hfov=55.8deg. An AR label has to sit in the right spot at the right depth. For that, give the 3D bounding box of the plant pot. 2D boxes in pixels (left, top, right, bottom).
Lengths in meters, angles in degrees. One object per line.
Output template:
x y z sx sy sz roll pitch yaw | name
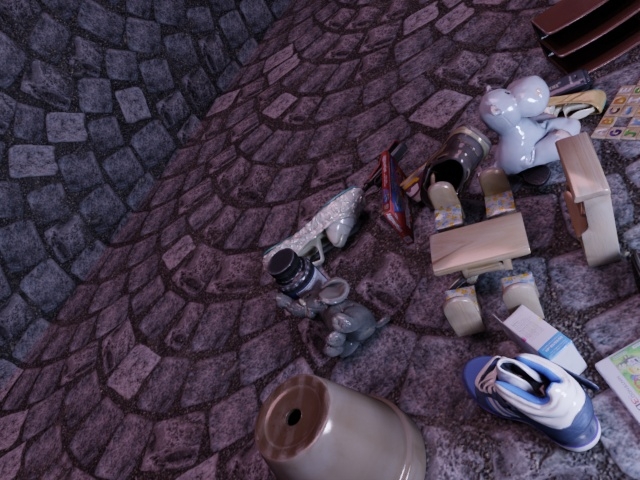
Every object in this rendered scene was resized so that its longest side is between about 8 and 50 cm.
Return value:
0.020 0.431 1.278 0.323 0.280 0.323 -25 37 21 | plant pot

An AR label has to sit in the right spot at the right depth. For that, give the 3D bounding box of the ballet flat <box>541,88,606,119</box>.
0.672 -0.366 1.691 0.232 0.080 0.073 -7 58 40 | ballet flat

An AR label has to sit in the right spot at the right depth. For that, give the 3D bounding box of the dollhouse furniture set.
0.429 -0.036 1.351 0.394 0.256 0.362 -16 46 20 | dollhouse furniture set

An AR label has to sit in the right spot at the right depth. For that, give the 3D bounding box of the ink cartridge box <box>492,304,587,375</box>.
0.451 0.205 1.255 0.061 0.104 0.181 -43 35 -1 | ink cartridge box

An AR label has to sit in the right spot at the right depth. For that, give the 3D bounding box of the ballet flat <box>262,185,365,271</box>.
0.000 0.000 1.926 0.409 0.147 0.147 -38 35 11 | ballet flat

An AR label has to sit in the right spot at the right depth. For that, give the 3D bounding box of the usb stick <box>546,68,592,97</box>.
0.656 -0.426 1.795 0.278 0.045 0.077 -21 40 27 | usb stick

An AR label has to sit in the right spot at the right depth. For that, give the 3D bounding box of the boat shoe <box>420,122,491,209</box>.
0.327 -0.173 1.618 0.132 0.355 0.130 38 67 11 | boat shoe

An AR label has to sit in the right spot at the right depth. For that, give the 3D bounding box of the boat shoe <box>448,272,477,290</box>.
0.379 0.085 1.510 0.137 0.043 0.049 -41 0 0 | boat shoe

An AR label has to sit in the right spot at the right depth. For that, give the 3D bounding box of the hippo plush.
0.515 -0.317 1.610 0.294 0.236 0.234 -24 25 22 | hippo plush

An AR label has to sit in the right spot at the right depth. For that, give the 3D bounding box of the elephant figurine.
0.024 0.182 1.621 0.169 0.186 0.239 -55 48 17 | elephant figurine

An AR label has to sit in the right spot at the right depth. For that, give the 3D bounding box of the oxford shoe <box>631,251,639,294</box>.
0.679 0.090 1.180 0.096 0.082 0.227 -20 29 12 | oxford shoe

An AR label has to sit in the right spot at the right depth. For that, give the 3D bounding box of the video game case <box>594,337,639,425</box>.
0.645 0.244 1.096 0.212 0.023 0.193 -34 35 11 | video game case

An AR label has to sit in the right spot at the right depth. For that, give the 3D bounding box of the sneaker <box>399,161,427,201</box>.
0.317 -0.181 1.850 0.185 0.084 0.069 -39 0 -38 | sneaker

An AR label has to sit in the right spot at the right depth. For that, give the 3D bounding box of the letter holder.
0.821 -0.641 1.779 0.302 0.152 0.214 -32 38 14 | letter holder

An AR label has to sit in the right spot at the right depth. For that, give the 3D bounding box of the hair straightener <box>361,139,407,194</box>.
0.213 -0.238 2.019 0.230 0.047 0.089 -48 35 -8 | hair straightener

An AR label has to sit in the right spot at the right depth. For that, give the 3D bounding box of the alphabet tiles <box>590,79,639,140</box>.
0.843 -0.347 1.560 0.198 0.009 0.237 15 63 51 | alphabet tiles

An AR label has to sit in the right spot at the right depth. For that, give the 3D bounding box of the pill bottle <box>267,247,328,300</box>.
-0.051 0.122 1.731 0.123 0.219 0.122 -26 38 22 | pill bottle

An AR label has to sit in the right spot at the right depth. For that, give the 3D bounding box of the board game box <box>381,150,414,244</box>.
0.229 -0.131 1.802 0.027 0.145 0.281 -23 39 24 | board game box

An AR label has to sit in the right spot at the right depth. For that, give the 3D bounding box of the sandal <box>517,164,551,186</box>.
0.569 -0.176 1.623 0.067 0.040 0.179 -31 21 6 | sandal

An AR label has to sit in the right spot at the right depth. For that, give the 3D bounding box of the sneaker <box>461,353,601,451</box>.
0.366 0.261 1.160 0.130 0.236 0.323 -49 35 -11 | sneaker
